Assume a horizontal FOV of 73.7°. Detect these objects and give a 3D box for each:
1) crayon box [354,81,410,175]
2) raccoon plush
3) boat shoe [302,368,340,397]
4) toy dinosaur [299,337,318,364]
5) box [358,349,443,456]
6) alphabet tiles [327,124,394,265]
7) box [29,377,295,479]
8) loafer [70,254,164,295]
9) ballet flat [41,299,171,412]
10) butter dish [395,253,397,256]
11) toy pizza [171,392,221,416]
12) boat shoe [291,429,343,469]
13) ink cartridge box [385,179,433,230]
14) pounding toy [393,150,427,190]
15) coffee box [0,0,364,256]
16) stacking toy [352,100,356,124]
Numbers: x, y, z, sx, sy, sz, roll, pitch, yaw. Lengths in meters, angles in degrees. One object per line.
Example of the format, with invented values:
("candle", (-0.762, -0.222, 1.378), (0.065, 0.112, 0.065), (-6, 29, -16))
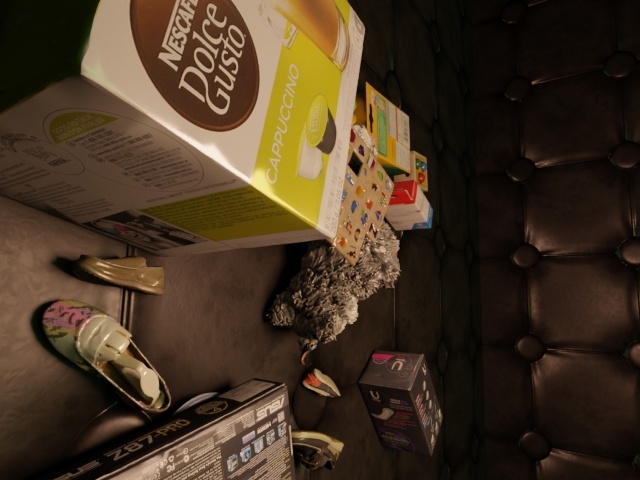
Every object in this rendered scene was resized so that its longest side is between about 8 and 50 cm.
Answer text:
("crayon box", (0.185, -0.337, 1.346), (0.322, 0.083, 0.204), (8, 80, -57))
("raccoon plush", (0.000, 0.000, 0.926), (0.299, 0.215, 0.447), (-32, 111, -48))
("boat shoe", (0.004, 0.352, 1.030), (0.043, 0.049, 0.137), (-40, 135, 0))
("toy dinosaur", (-0.021, 0.239, 1.025), (0.090, 0.047, 0.082), (-63, 159, 13))
("box", (0.243, 0.476, 1.267), (0.143, 0.165, 0.271), (-49, 126, -47))
("alphabet tiles", (0.071, -0.081, 0.848), (0.198, 0.009, 0.238), (45, 56, -38))
("box", (-0.192, 0.422, 0.621), (0.394, 0.097, 0.319), (-9, 92, -53))
("loafer", (-0.285, 0.043, 0.613), (0.148, 0.056, 0.050), (39, 53, -60))
("ballet flat", (-0.276, 0.162, 0.586), (0.077, 0.079, 0.222), (-58, 132, -41))
("butter dish", (0.159, 0.036, 1.216), (0.160, 0.118, 0.160), (-61, 146, -39))
("toy pizza", (-0.203, 0.360, 0.717), (0.201, 0.032, 0.202), (7, 82, -52))
("boat shoe", (-0.013, 0.472, 0.955), (0.223, 0.080, 0.074), (48, 44, -49))
("ink cartridge box", (0.268, -0.123, 1.400), (0.231, 0.134, 0.078), (43, 53, -47))
("pounding toy", (0.355, -0.217, 1.582), (0.206, 0.094, 0.181), (4, 83, -56))
("coffee box", (-0.183, -0.197, 0.532), (0.334, 0.337, 0.338), (32, 60, -50))
("stacking toy", (0.039, -0.335, 1.100), (0.141, 0.141, 0.331), (-47, 132, -48))
